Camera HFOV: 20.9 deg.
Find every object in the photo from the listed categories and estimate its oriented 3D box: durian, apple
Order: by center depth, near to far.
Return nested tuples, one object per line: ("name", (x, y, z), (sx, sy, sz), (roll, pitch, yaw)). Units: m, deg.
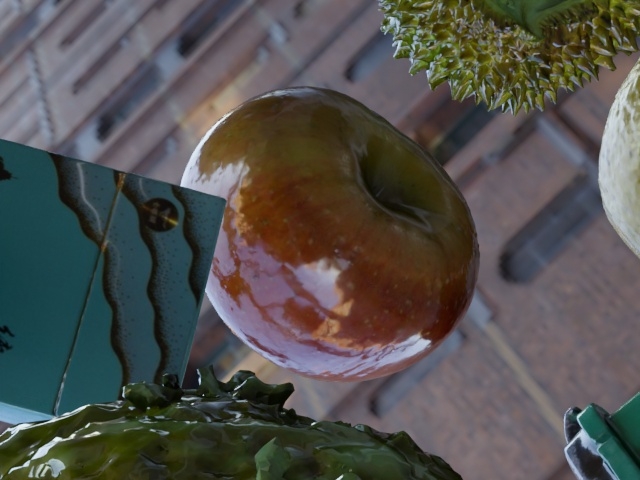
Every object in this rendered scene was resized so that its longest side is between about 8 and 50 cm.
("durian", (0.143, -0.197, 1.240), (0.200, 0.237, 0.176), (60, 155, 0))
("apple", (0.000, 0.000, 1.266), (0.235, 0.173, 0.210), (45, -148, -14))

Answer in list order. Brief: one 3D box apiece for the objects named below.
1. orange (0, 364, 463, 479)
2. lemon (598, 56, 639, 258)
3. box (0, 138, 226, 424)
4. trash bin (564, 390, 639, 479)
("orange", (-0.073, 0.173, 0.526), (0.223, 0.300, 0.301), (51, -152, -8))
("lemon", (0.342, -0.078, 1.376), (0.228, 0.253, 0.228), (17, -147, -12))
("box", (-0.183, 0.021, 1.008), (0.229, 0.162, 0.041), (16, 156, -6))
("trash bin", (0.422, 0.161, 1.465), (0.259, 0.381, 0.295), (40, -169, -28))
